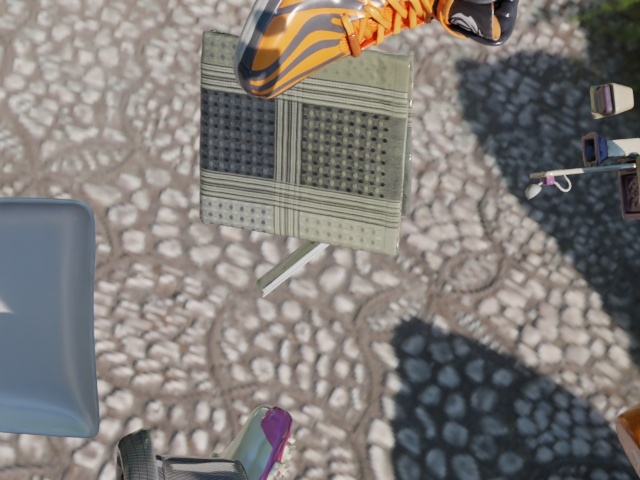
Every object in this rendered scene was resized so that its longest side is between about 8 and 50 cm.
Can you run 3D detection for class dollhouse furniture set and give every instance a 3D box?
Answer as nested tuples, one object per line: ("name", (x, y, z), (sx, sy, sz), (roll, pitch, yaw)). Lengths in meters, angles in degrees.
("dollhouse furniture set", (0.177, -0.055, 0.772), (0.081, 0.114, 0.091), (-6, 91, -15))

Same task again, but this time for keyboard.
("keyboard", (0.000, 0.000, 2.025), (0.014, 0.256, 0.072), (52, 1, -15))

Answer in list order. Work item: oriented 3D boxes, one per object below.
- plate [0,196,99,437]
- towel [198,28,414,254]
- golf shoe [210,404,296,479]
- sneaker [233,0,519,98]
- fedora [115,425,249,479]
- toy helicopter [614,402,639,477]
("plate", (-0.356, 0.067, 1.245), (0.278, 0.277, 0.045), (3, 30, -1))
("towel", (-0.021, -0.141, 1.815), (0.324, 0.312, 0.056), (11, 27, 15))
("golf shoe", (-0.133, 0.276, 1.222), (0.140, 0.306, 0.115), (30, 15, 7))
("sneaker", (0.075, -0.226, 1.195), (0.180, 0.124, 0.321), (41, 81, 21))
("fedora", (-0.104, 0.288, 1.040), (0.124, 0.244, 0.275), (-1, 89, -13))
("toy helicopter", (0.364, 0.256, 0.946), (0.140, 0.235, 0.355), (-29, 64, -3))
